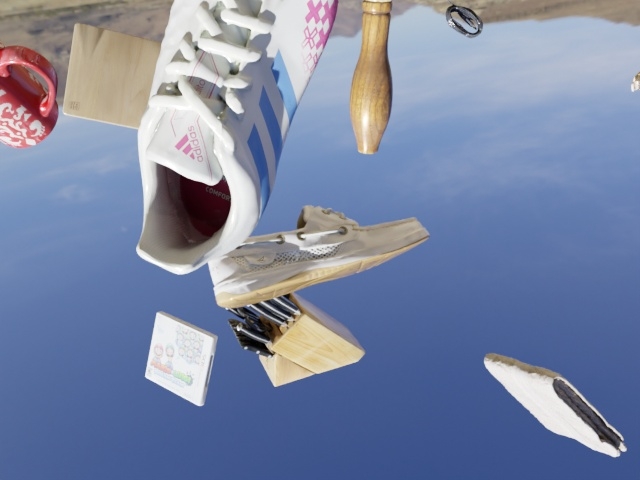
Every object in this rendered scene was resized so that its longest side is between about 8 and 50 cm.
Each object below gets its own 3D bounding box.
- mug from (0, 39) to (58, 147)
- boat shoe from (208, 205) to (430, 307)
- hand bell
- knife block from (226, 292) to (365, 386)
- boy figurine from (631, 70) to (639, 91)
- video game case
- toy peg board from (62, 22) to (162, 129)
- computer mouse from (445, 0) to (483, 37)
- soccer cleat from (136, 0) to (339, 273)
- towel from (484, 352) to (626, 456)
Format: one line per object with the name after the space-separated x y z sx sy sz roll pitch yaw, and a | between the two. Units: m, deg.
-0.398 -0.183 0.751 0.150 0.169 0.113 28 -102 17 | mug
0.000 0.000 0.740 0.277 0.096 0.098 -14 168 -19 | boat shoe
0.048 -0.190 0.520 0.126 0.242 0.126 0 -152 0 | hand bell
-0.041 0.153 1.174 0.276 0.242 0.088 -11 -142 -24 | knife block
0.732 -0.336 1.233 0.177 0.092 0.285 8 -127 33 | boy figurine
-0.280 0.233 1.219 0.157 0.143 0.019 17 -170 30 | video game case
-0.373 -0.289 1.118 0.161 0.161 0.079 8 180 -19 | toy peg board
0.222 -0.479 1.167 0.071 0.242 0.041 -50 -161 -10 | computer mouse
-0.067 -0.122 0.455 0.116 0.331 0.143 18 -154 8 | soccer cleat
0.460 0.325 1.203 0.049 0.282 0.187 -54 -157 -15 | towel
